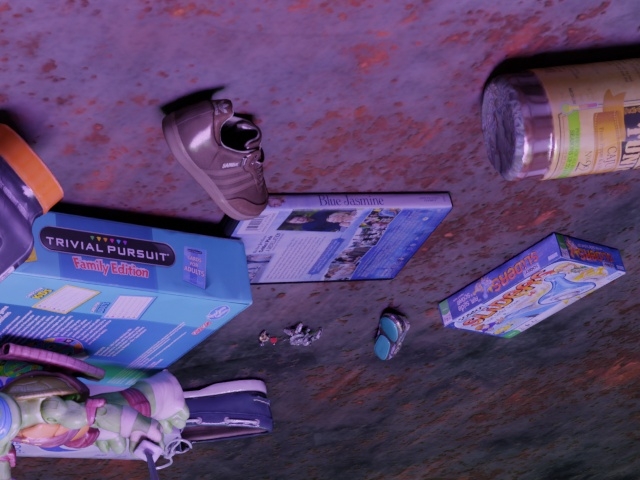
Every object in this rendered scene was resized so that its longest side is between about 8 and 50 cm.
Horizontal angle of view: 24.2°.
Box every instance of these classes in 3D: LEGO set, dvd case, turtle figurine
[{"bbox_3d":[-0.037,0.127,1.898,0.083,0.023,0.054,-14,154,1],"label":"LEGO set"},{"bbox_3d":[0.000,0.000,1.665,0.253,0.022,0.180,-2,153,-23],"label":"dvd case"},{"bbox_3d":[-0.249,0.237,1.580,0.198,0.275,0.266,-57,161,17],"label":"turtle figurine"}]

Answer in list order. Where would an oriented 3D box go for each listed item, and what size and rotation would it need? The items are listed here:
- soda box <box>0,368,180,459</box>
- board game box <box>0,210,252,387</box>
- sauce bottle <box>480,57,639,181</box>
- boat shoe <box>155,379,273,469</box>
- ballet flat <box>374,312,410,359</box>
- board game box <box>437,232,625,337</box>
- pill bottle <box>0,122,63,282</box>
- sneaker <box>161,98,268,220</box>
[{"bbox_3d":[-0.321,0.209,1.846,0.286,0.098,0.091,9,146,-37],"label":"soda box"},{"bbox_3d":[-0.282,0.064,1.570,0.336,0.079,0.254,10,149,-35],"label":"board game box"},{"bbox_3d":[0.335,-0.129,1.466,0.344,0.111,0.111,-8,154,-12],"label":"sauce bottle"},{"bbox_3d":[-0.190,0.254,2.017,0.255,0.079,0.095,-10,154,-7],"label":"boat shoe"},{"bbox_3d":[0.095,0.117,1.936,0.041,0.041,0.114,-8,154,-12],"label":"ballet flat"},{"bbox_3d":[0.267,0.061,1.898,0.136,0.035,0.201,12,144,-42],"label":"board game box"},{"bbox_3d":[-0.343,0.006,1.307,0.246,0.130,0.130,-43,158,-15],"label":"pill bottle"},{"bbox_3d":[-0.079,-0.075,1.425,0.071,0.066,0.188,-22,154,15],"label":"sneaker"}]
